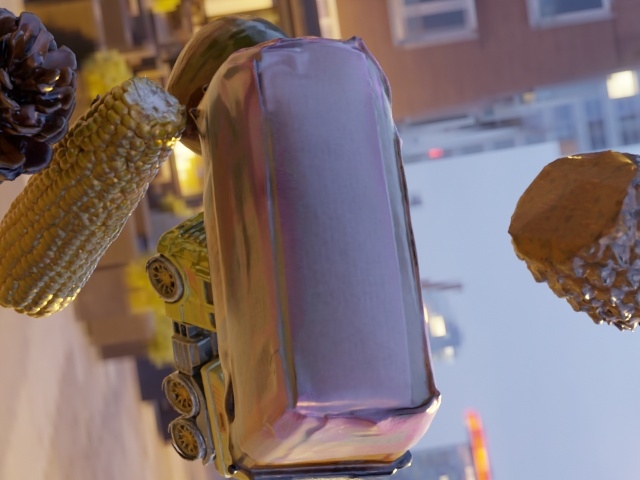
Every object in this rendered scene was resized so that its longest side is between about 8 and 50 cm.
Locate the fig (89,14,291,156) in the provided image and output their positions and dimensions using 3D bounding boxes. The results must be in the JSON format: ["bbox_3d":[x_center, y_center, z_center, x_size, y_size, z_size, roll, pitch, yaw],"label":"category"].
[{"bbox_3d":[-0.098,-0.141,1.663,0.148,0.186,0.142,52,-40,-2],"label":"fig"}]

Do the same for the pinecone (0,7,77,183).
[{"bbox_3d":[-0.280,-0.127,1.456,0.173,0.174,0.173,171,-90,-88],"label":"pinecone"}]

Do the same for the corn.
[{"bbox_3d":[-0.230,-0.030,1.574,0.310,0.101,0.101,-51,-144,38],"label":"corn"}]

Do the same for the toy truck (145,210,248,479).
[{"bbox_3d":[-0.066,0.110,1.655,0.157,0.124,0.272,16,-57,38],"label":"toy truck"}]

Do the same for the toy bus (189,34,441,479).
[{"bbox_3d":[0.000,0.000,1.445,0.162,0.171,0.386,132,-46,-59],"label":"toy bus"}]

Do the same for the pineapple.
[{"bbox_3d":[0.397,0.049,2.102,0.362,0.202,0.202,47,17,-31],"label":"pineapple"}]
